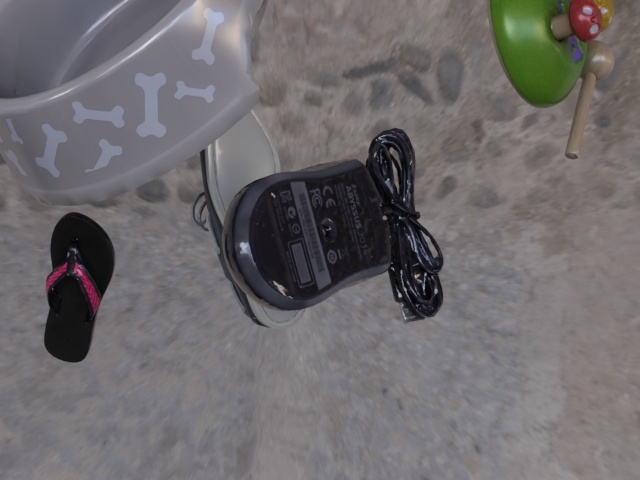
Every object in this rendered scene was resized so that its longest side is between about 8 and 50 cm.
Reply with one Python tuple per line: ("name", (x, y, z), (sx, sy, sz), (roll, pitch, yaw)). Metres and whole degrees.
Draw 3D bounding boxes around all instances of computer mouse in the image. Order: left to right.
("computer mouse", (0.000, 0.000, 1.142), (0.072, 0.272, 0.188), (-12, 89, 41))

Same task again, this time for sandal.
("sandal", (-0.252, 0.056, 1.286), (0.067, 0.040, 0.179), (15, 117, 5))

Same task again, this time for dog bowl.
("dog bowl", (-0.170, -0.195, 1.124), (0.349, 0.349, 0.102), (-41, 126, -2))

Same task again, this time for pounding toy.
("pounding toy", (0.299, -0.237, 1.469), (0.237, 0.110, 0.183), (46, 46, -36))

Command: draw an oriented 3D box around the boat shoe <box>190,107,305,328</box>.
("boat shoe", (-0.081, -0.030, 1.323), (0.095, 0.079, 0.254), (-29, 109, -30))
